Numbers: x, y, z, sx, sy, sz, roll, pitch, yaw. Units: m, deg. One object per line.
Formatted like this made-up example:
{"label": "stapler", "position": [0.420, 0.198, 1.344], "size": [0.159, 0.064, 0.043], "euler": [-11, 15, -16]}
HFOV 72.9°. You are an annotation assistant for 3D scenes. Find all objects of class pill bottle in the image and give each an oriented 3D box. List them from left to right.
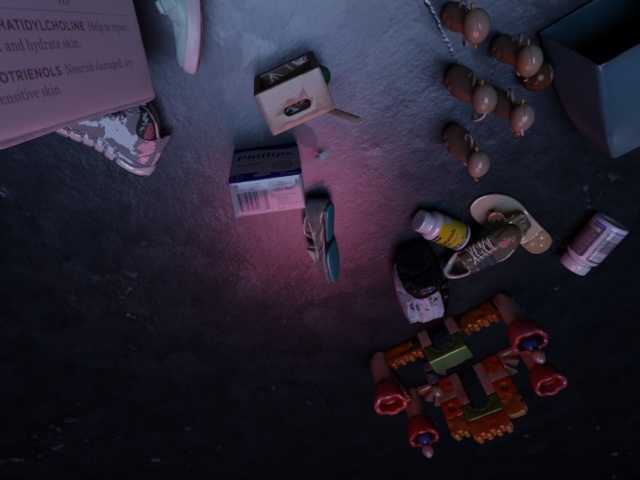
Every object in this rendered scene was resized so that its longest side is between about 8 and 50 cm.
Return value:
{"label": "pill bottle", "position": [0.260, -0.025, 0.939], "size": [0.117, 0.065, 0.065], "euler": [19, 120, -19]}
{"label": "pill bottle", "position": [0.630, 0.010, 1.006], "size": [0.078, 0.078, 0.137], "euler": [16, 122, -18]}

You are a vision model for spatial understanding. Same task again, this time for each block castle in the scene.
{"label": "block castle", "position": [0.386, 0.375, 1.150], "size": [0.454, 0.212, 0.303], "euler": [-29, 124, 13]}

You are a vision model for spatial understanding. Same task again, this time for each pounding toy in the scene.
{"label": "pounding toy", "position": [-0.024, -0.234, 0.712], "size": [0.141, 0.130, 0.100], "euler": [-21, 125, 7]}

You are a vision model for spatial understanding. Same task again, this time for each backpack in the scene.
{"label": "backpack", "position": [0.230, 0.110, 0.996], "size": [0.115, 0.151, 0.182], "euler": [-14, 138, 9]}

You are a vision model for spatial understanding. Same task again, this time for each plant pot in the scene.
{"label": "plant pot", "position": [0.517, -0.275, 0.743], "size": [0.166, 0.165, 0.234], "euler": [-29, 131, 13]}

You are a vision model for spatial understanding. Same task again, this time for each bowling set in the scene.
{"label": "bowling set", "position": [0.314, -0.265, 0.721], "size": [0.200, 0.154, 0.286], "euler": [-14, 126, 3]}

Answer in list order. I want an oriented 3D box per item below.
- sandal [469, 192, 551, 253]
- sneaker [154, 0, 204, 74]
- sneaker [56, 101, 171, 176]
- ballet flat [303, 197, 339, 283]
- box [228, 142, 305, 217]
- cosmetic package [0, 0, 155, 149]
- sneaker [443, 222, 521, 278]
{"label": "sandal", "position": [0.439, -0.022, 0.956], "size": [0.240, 0.079, 0.088], "euler": [27, 118, -24]}
{"label": "sneaker", "position": [-0.247, -0.368, 0.609], "size": [0.151, 0.094, 0.255], "euler": [-6, 116, -11]}
{"label": "sneaker", "position": [-0.356, -0.216, 0.721], "size": [0.229, 0.086, 0.132], "euler": [31, 110, -35]}
{"label": "ballet flat", "position": [0.000, 0.000, 0.932], "size": [0.068, 0.072, 0.213], "euler": [9, 128, 20]}
{"label": "box", "position": [-0.096, -0.112, 0.785], "size": [0.126, 0.137, 0.072], "euler": [-8, 124, -2]}
{"label": "cosmetic package", "position": [-0.428, -0.302, 0.422], "size": [0.330, 0.327, 0.393], "euler": [-2, 116, 10]}
{"label": "sneaker", "position": [0.343, 0.033, 0.944], "size": [0.086, 0.064, 0.192], "euler": [-14, 157, -30]}
